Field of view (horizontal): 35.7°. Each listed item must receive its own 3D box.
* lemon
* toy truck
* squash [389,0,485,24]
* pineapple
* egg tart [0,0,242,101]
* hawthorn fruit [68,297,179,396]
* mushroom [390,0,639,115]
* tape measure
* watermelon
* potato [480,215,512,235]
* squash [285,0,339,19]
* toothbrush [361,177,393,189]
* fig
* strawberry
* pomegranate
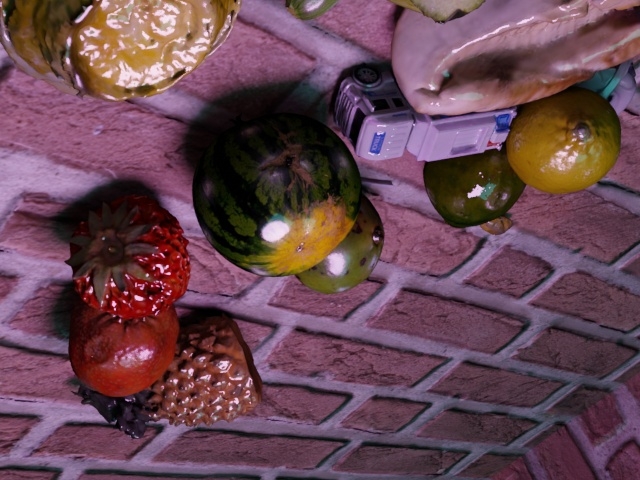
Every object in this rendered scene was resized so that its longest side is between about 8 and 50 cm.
[{"bbox_3d":[0.402,-0.168,1.634,0.184,0.184,0.248,-21,175,-8],"label":"lemon"},{"bbox_3d":[0.168,-0.207,1.624,0.267,0.155,0.124,-12,146,-20],"label":"toy truck"},{"bbox_3d":[0.151,-0.410,1.318,0.220,0.133,0.220,-32,140,-32],"label":"squash"},{"bbox_3d":[-0.304,0.290,1.953,0.357,0.223,0.223,-19,147,-1],"label":"pineapple"},{"bbox_3d":[-0.240,-0.287,1.260,0.345,0.132,0.345,-20,148,-14],"label":"egg tart"},{"bbox_3d":[-0.357,0.184,1.784,0.205,0.205,0.253,-9,151,-25],"label":"hawthorn fruit"},{"bbox_3d":[0.311,-0.335,1.533,0.397,0.224,0.313,-31,162,21],"label":"mushroom"},{"bbox_3d":[0.463,-0.270,1.774,0.197,0.120,0.236,-8,152,-13],"label":"tape measure"},{"bbox_3d":[-0.068,-0.072,1.569,0.268,0.269,0.269,-18,147,-12],"label":"watermelon"},{"bbox_3d":[0.371,-0.033,2.112,0.092,0.045,0.047,9,98,-45],"label":"potato"},{"bbox_3d":[0.037,-0.387,1.359,0.219,0.068,0.077,-42,167,22],"label":"squash"},{"bbox_3d":[0.059,-0.111,1.814,0.194,0.014,0.017,7,132,-40],"label":"toothbrush"},{"bbox_3d":[0.282,-0.101,1.821,0.195,0.195,0.245,-14,137,-19],"label":"fig"},{"bbox_3d":[-0.286,0.035,1.632,0.205,0.205,0.244,-33,158,10],"label":"strawberry"},{"bbox_3d":[0.000,0.000,1.796,0.247,0.202,0.202,-4,156,25],"label":"pomegranate"}]
